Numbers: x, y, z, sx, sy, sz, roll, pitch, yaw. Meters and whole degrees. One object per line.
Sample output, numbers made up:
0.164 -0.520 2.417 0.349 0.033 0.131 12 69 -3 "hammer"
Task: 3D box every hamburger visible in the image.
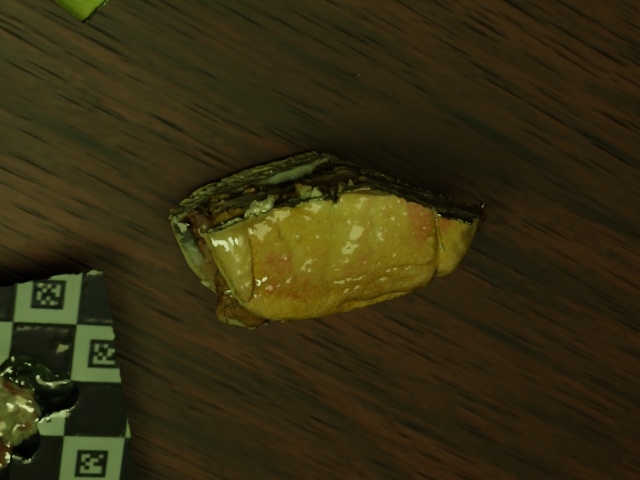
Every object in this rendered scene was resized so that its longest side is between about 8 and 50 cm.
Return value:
0.000 0.000 1.924 0.282 0.155 0.245 31 100 -25 "hamburger"

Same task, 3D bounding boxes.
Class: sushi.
-0.355 0.190 1.936 0.320 0.069 0.339 -12 114 -9 "sushi"

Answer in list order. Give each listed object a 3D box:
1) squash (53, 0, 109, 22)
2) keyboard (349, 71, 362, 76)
-0.257 -0.297 1.783 0.186 0.123 0.123 35 95 -20 "squash"
-0.016 -0.348 1.881 0.103 0.041 0.381 -24 105 -7 "keyboard"
